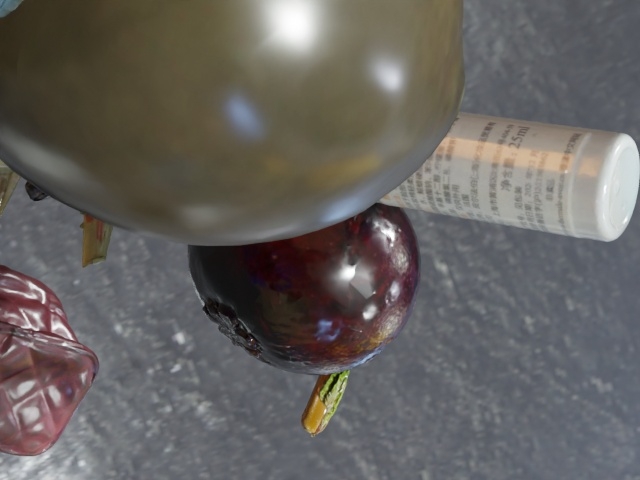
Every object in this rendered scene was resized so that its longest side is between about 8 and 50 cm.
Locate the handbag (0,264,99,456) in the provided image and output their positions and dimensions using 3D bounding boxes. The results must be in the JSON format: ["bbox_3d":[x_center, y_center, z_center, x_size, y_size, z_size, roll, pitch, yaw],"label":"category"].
[{"bbox_3d":[-0.327,0.104,1.329,0.225,0.146,0.135,22,21,-48],"label":"handbag"}]

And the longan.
[{"bbox_3d":[-0.051,-0.118,0.614,0.258,0.258,0.258,16,64,-36],"label":"longan"}]

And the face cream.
[{"bbox_3d":[0.101,-0.059,1.072,0.082,0.269,0.082,-29,125,-53],"label":"face cream"}]

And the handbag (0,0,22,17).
[{"bbox_3d":[-0.175,-0.087,0.429,0.144,0.221,0.057,40,53,-18],"label":"handbag"}]

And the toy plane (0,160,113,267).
[{"bbox_3d":[-0.207,-0.094,1.184,0.244,0.092,0.229,-25,88,-49],"label":"toy plane"}]

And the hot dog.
[{"bbox_3d":[0.013,0.213,1.976,0.056,0.041,0.133,20,91,-61],"label":"hot dog"}]

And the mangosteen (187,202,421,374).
[{"bbox_3d":[-0.008,0.017,1.698,0.293,0.297,0.297,-31,95,-34],"label":"mangosteen"}]
